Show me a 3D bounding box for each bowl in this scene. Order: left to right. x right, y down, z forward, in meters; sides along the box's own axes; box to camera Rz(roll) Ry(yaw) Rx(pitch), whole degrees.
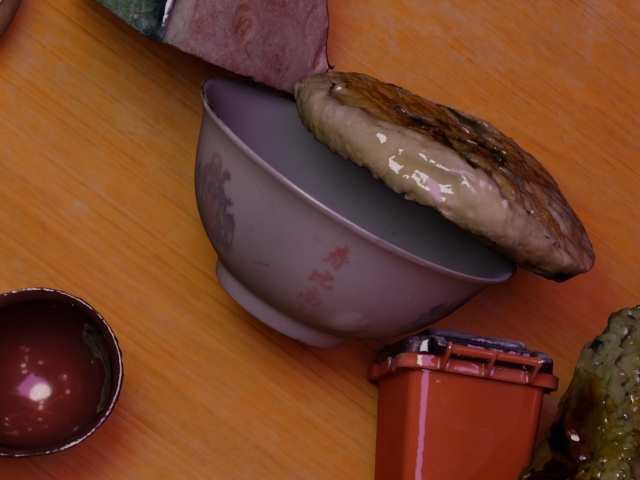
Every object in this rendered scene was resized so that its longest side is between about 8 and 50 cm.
[{"bbox_3d":[0.000,0.000,1.626,0.345,0.345,0.157,30,104,-3],"label":"bowl"}]

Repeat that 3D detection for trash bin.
[{"bbox_3d":[0.127,0.208,1.620,0.161,0.184,0.238,10,76,-11],"label":"trash bin"}]

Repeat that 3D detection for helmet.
[{"bbox_3d":[-0.268,0.134,1.576,0.175,0.106,0.155,-20,75,-14],"label":"helmet"}]

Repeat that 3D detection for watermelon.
[{"bbox_3d":[-0.124,-0.239,1.678,0.250,0.283,0.292,-26,102,-31],"label":"watermelon"}]

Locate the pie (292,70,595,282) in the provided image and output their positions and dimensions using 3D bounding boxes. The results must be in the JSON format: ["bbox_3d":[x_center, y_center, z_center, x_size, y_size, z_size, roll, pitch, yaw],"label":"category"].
[{"bbox_3d":[0.124,-0.074,1.659,0.339,0.339,0.077,31,105,-3],"label":"pie"}]

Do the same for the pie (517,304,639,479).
[{"bbox_3d":[0.322,0.275,1.580,0.418,0.180,0.395,-44,119,-38],"label":"pie"}]

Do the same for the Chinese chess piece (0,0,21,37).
[{"bbox_3d":[-0.410,-0.275,1.660,0.257,0.104,0.257,2,79,-10],"label":"Chinese chess piece"}]
